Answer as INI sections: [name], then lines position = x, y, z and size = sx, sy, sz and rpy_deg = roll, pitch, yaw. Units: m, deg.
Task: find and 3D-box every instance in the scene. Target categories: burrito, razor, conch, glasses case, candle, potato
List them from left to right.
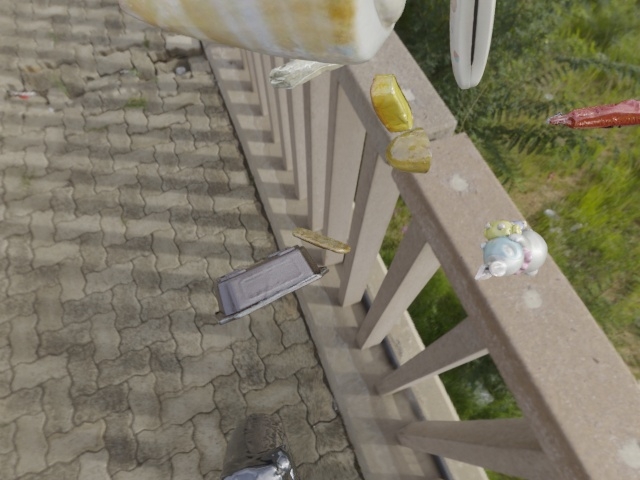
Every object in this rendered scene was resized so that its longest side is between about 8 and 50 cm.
[razor]
position = -0.079, 0.372, 0.604
size = 0.107, 0.327, 0.189
rpy_deg = -17, 80, -13
[conch]
position = -0.034, -0.209, 0.306
size = 0.255, 0.127, 0.158
rpy_deg = -9, 110, -4
[burrito]
position = -0.009, -0.475, 1.104
size = 0.275, 0.082, 0.059
rpy_deg = -29, 95, -18
[potato]
position = 0.337, -0.346, 1.628
size = 0.158, 0.178, 0.203
rpy_deg = -10, 62, -3
[glasses case]
position = 0.191, -0.287, 0.519
size = 0.051, 0.204, 0.080
rpy_deg = -4, 57, 14
[candle]
position = 0.492, -0.224, 0.730
size = 0.162, 0.053, 0.048
rpy_deg = -1, 58, 16

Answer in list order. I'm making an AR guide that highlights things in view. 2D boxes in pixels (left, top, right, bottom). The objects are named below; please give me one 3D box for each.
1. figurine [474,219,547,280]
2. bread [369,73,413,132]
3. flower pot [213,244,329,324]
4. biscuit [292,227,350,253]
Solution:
[figurine]
position = 0.476, 0.025, 1.059
size = 0.236, 0.127, 0.155
rpy_deg = -4, 91, -38
[bread]
position = 0.232, -0.445, 1.343
size = 0.095, 0.245, 0.101
rpy_deg = 0, 73, 29
[flower pot]
position = -0.120, 0.082, 0.874
size = 0.251, 0.179, 0.084
rpy_deg = -25, 93, -20
[biscuit]
position = 0.000, 0.000, 0.944
size = 0.147, 0.071, 0.018
rpy_deg = 20, 107, 20
